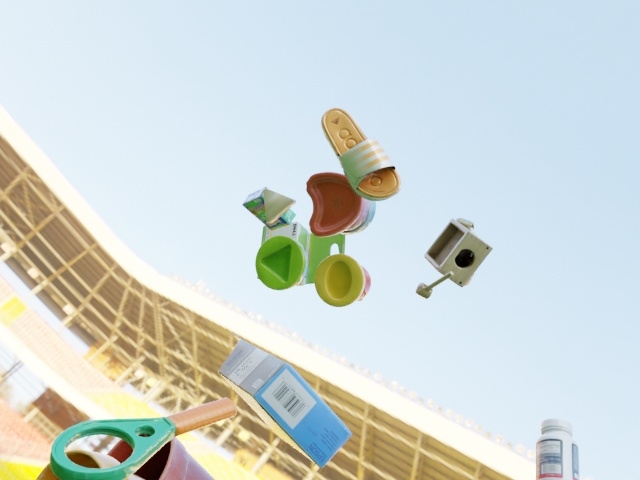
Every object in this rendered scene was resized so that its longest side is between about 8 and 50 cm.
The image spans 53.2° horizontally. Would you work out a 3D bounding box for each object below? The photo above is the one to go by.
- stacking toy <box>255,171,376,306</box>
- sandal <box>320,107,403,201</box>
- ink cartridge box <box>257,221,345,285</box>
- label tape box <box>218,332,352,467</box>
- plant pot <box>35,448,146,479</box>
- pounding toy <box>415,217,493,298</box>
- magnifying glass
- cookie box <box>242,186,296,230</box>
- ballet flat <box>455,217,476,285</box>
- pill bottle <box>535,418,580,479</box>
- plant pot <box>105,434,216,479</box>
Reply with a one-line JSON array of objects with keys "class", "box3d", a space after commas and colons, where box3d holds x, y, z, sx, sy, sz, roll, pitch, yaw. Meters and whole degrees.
[{"class": "stacking toy", "box3d": [0.000, 0.000, 1.527, 0.280, 0.308, 0.130, 2, -5, 25]}, {"class": "sandal", "box3d": [0.075, -0.197, 1.384, 0.265, 0.102, 0.076, 55, -3, 21]}, {"class": "ink cartridge box", "box3d": [-0.057, 0.039, 2.010, 0.255, 0.188, 0.097, -7, -25, 25]}, {"class": "label tape box", "box3d": [-0.108, 0.357, 1.467, 0.240, 0.106, 0.334, 52, -20, -20]}, {"class": "plant pot", "box3d": [-0.364, 0.473, 1.086, 0.205, 0.205, 0.188, 13, -15, 37]}, {"class": "pounding toy", "box3d": [0.333, 0.072, 1.609, 0.094, 0.206, 0.181, 33, 9, -17]}, {"class": "magnifying glass", "box3d": [-0.198, 0.226, 0.748, 0.092, 0.231, 0.026, 26, -66, 40]}, {"class": "cookie box", "box3d": [-0.130, -0.078, 1.608, 0.107, 0.040, 0.092, 42, -30, -21]}, {"class": "ballet flat", "box3d": [0.417, 0.037, 1.808, 0.067, 0.073, 0.206, 5, -64, 43]}, {"class": "pill bottle", "box3d": [0.621, 0.568, 1.677, 0.108, 0.180, 0.108, 10, -39, 8]}, {"class": "plant pot", "box3d": [-0.367, 0.617, 1.522, 0.272, 0.272, 0.265, -3, -44, 47]}]
